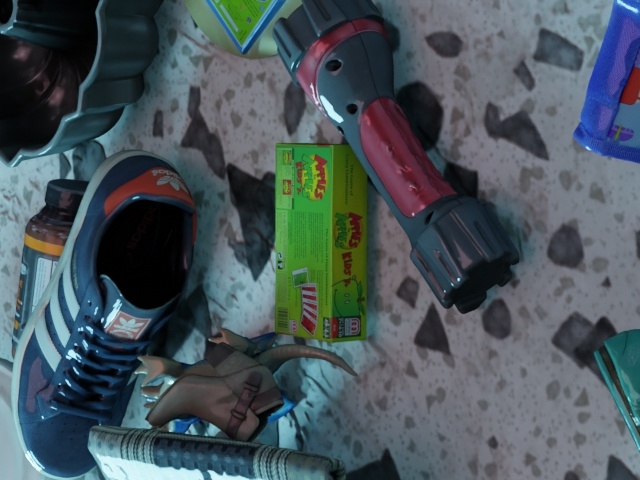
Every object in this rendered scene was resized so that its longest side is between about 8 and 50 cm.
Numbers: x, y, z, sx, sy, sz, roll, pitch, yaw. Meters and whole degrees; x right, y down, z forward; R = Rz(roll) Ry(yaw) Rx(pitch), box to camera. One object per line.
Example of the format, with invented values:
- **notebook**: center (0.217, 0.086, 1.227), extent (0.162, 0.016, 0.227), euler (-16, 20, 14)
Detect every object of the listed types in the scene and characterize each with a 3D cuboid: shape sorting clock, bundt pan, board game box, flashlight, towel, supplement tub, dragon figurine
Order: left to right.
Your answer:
- **bundt pan**: center (-0.287, -0.243, 1.946), extent (0.330, 0.124, 0.331), euler (3, 95, 42)
- **supplement tub**: center (-0.265, 0.038, 1.954), extent (0.106, 0.106, 0.198), euler (18, 104, 41)
- **dragon figurine**: center (-0.081, 0.136, 1.799), extent (0.289, 0.144, 0.085), euler (-21, 76, 22)
- **shape sorting clock**: center (-0.072, -0.278, 1.791), extent (0.206, 0.040, 0.206), euler (21, 120, 42)
- **towel**: center (-0.044, 0.310, 1.719), extent (0.312, 0.056, 0.324), euler (1, 122, 41)
- **board game box**: center (0.000, 0.000, 1.734), extent (0.092, 0.043, 0.181), euler (5, 97, 53)
- **flashlight**: center (0.069, -0.087, 1.636), extent (0.103, 0.103, 0.304), euler (-41, 65, 19)

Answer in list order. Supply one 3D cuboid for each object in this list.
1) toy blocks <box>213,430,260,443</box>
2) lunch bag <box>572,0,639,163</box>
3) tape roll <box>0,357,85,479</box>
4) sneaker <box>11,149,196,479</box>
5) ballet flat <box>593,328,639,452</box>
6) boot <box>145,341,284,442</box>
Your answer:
- **toy blocks**: center (-0.060, 0.239, 1.755), extent (0.123, 0.054, 0.148), euler (52, 163, 28)
- **lunch bag**: center (0.294, -0.162, 1.285), extent (0.138, 0.293, 0.221), euler (33, 114, 37)
- **tape roll**: center (-0.403, 0.257, 2.021), extent (0.286, 0.100, 0.286), euler (-5, 74, 19)
- **sneaker**: center (-0.212, 0.087, 1.847), extent (0.148, 0.131, 0.350), euler (32, 109, 62)
- **ballet flat**: center (0.293, 0.181, 1.454), extent (0.087, 0.083, 0.247), euler (-20, 76, 9)
- **boot**: center (-0.094, 0.154, 1.699), extent (0.118, 0.042, 0.087), euler (-45, 73, 10)
